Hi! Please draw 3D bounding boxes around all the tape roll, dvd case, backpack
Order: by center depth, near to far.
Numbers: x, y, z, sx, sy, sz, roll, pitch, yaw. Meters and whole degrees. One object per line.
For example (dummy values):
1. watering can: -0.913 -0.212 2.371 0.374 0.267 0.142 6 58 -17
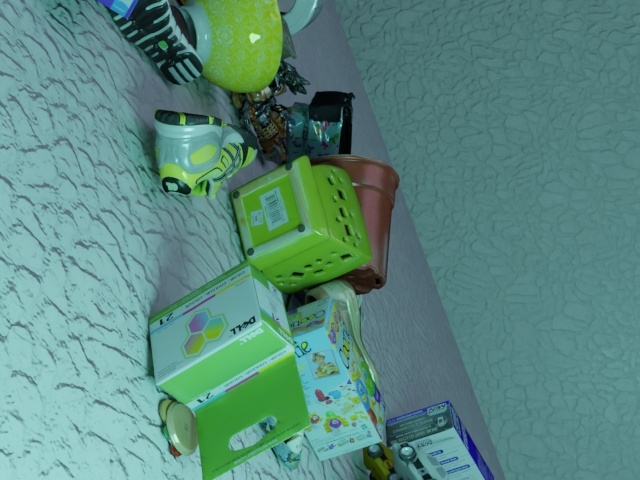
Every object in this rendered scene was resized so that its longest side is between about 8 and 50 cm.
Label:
1. dvd case: -0.035 0.204 1.826 0.164 0.018 0.221 63 17 -17
2. backpack: 0.001 -0.256 2.195 0.225 0.191 0.253 -77 164 -64
3. tape roll: -0.116 -0.714 2.356 0.246 0.246 0.169 64 17 -14

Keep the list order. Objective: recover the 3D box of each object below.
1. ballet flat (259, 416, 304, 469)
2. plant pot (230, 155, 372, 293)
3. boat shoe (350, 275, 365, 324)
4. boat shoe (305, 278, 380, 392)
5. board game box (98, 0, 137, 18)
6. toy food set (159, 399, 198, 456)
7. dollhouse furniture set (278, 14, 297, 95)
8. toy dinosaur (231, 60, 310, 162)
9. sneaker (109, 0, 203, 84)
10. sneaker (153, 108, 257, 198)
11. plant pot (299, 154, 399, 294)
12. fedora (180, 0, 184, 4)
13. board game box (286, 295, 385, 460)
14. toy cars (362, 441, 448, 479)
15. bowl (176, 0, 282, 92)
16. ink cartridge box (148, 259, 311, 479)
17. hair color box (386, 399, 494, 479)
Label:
1. ballet flat: -0.066 0.338 1.468 0.188 0.070 0.070 60 18 -28
2. plant pot: -0.052 -0.039 1.735 0.207 0.227 0.228 26 45 -59
3. boat shoe: 0.062 0.196 1.994 0.079 0.095 0.254 82 2 -69
4. boat shoe: 0.037 0.260 1.786 0.110 0.122 0.341 -18 96 -43
5. board game box: -0.382 -0.533 1.381 0.233 0.078 0.347 29 32 -21
6. toy food set: -0.203 0.274 1.187 0.083 0.020 0.082 43 30 -57
7. dollhouse furniture set: -0.124 -0.519 2.280 0.184 0.129 0.129 35 36 -60
8. toy dinosaur: -0.143 -0.357 2.002 0.218 0.164 0.321 -48 138 -55
9. sneaker: -0.333 -0.445 1.600 0.281 0.106 0.162 61 8 -51
10. sneaker: -0.225 -0.156 1.543 0.385 0.145 0.147 -9 108 -76
11. plant pot: 0.053 -0.022 1.931 0.272 0.272 0.265 41 45 -57
12. fedora: -0.299 -0.623 1.941 0.194 0.079 0.194 57 19 -32
13. board game box: 0.010 0.277 1.649 0.275 0.144 0.142 64 16 -17
14. toy cars: 0.193 0.495 1.714 0.394 0.087 0.176 142 -71 -72
15. bowl: -0.224 -0.449 1.755 0.156 0.289 0.289 -18 85 -33
16. ink cartridge box: -0.133 0.181 1.159 0.097 0.189 0.255 49 15 -41
17. hair color box: 0.328 0.595 2.193 0.339 0.185 0.110 59 18 -32
